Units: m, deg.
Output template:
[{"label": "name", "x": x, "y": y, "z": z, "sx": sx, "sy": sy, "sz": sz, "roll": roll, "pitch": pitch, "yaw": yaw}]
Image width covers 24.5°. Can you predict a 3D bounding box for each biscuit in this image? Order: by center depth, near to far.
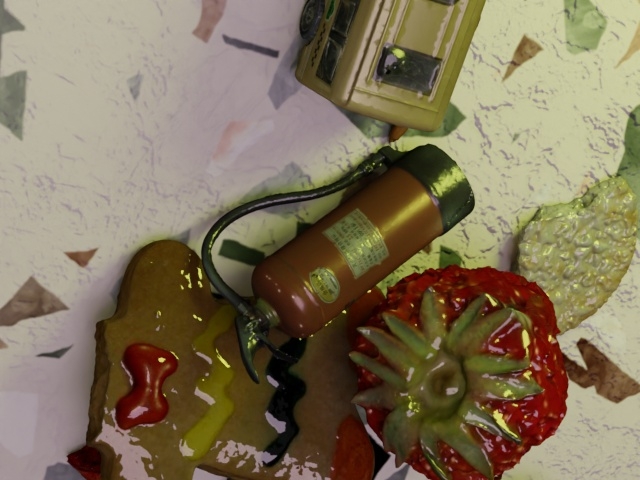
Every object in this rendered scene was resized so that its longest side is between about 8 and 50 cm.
[{"label": "biscuit", "x": -0.100, "y": 0.202, "z": 1.878, "sx": 0.394, "sy": 0.076, "sz": 0.368, "roll": 12, "pitch": 81, "yaw": -22}, {"label": "biscuit", "x": 0.344, "y": 0.024, "z": 2.050, "sx": 0.188, "sy": 0.040, "sz": 0.265, "roll": 33, "pitch": 96, "yaw": -26}]

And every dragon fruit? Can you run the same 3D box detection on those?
[{"label": "dragon fruit", "x": -0.240, "y": 0.295, "z": 1.923, "sx": 0.162, "sy": 0.106, "sz": 0.083, "roll": -21, "pitch": 116, "yaw": -13}]

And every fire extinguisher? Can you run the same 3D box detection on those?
[{"label": "fire extinguisher", "x": 0.003, "y": 0.008, "z": 1.870, "sx": 0.376, "sy": 0.200, "sz": 0.113, "roll": -38, "pitch": 142, "yaw": -20}]

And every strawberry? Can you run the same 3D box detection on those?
[{"label": "strawberry", "x": 0.199, "y": 0.168, "z": 1.886, "sx": 0.343, "sy": 0.292, "sz": 0.292, "roll": 0, "pitch": 118, "yaw": -65}]

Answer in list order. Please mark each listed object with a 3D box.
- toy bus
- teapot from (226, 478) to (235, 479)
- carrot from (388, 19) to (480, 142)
[{"label": "toy bus", "x": 0.112, "y": -0.324, "z": 1.752, "sx": 0.176, "sy": 0.202, "sz": 0.365, "roll": 13, "pitch": 105, "yaw": -21}, {"label": "teapot", "x": -0.079, "y": 0.343, "z": 2.030, "sx": 0.110, "sy": 0.043, "sz": 0.043, "roll": 3, "pitch": 109, "yaw": -17}, {"label": "carrot", "x": 0.143, "y": -0.216, "z": 1.893, "sx": 0.048, "sy": 0.048, "sz": 0.216, "roll": 21, "pitch": 108, "yaw": -24}]
